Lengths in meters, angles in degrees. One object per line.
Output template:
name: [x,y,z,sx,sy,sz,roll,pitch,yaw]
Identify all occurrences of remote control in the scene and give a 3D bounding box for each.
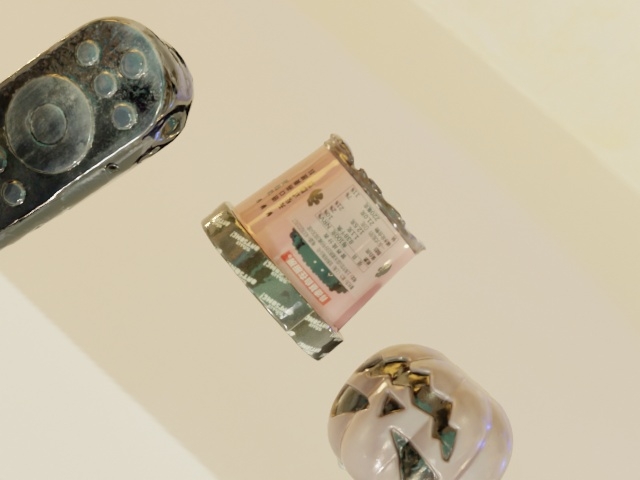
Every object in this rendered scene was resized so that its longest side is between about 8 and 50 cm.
remote control: [-0.191,-0.042,0.732,0.090,0.266,0.066,62,-165,12]

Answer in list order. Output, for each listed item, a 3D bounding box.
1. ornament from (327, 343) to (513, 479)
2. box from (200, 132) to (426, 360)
ornament: [0.089,0.191,1.130,0.178,0.177,0.177,14,-130,-17]
box: [0.000,0.000,0.973,0.135,0.151,0.151,-40,-106,3]
